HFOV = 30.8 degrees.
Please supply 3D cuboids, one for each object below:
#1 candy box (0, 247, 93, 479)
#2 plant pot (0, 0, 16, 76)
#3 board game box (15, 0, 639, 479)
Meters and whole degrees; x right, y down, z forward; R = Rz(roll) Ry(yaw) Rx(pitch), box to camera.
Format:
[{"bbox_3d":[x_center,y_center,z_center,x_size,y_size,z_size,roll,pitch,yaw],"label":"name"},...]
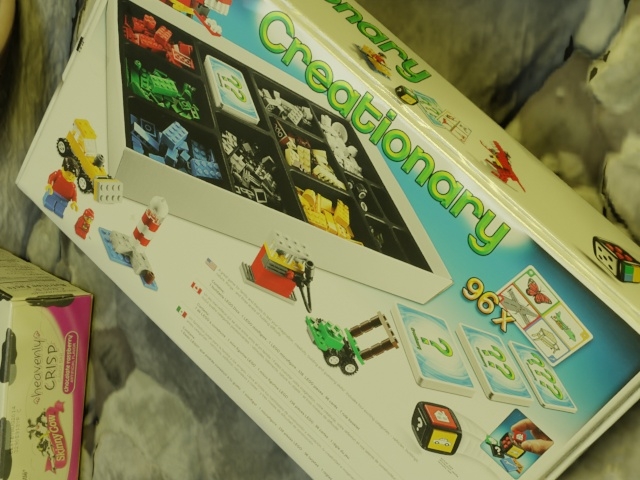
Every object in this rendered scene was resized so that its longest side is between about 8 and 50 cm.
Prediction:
[{"bbox_3d":[-0.274,0.089,0.926,0.233,0.071,0.159,20,108,46],"label":"candy box"},{"bbox_3d":[-0.387,-0.138,0.931,0.263,0.263,0.229,68,153,19],"label":"plant pot"},{"bbox_3d":[0.000,0.000,0.552,0.305,0.053,0.193,43,126,11],"label":"board game box"}]
